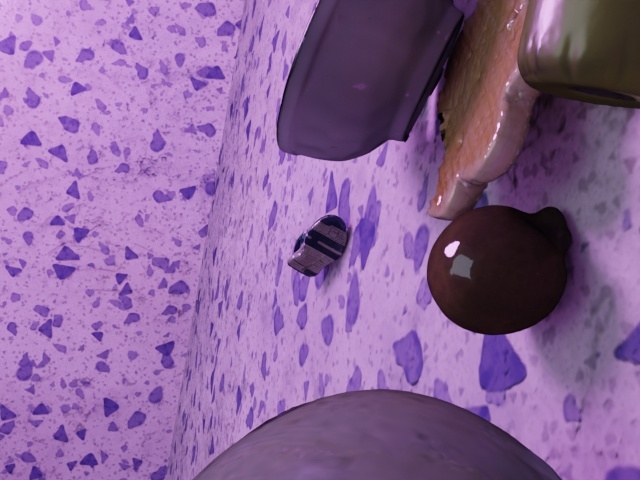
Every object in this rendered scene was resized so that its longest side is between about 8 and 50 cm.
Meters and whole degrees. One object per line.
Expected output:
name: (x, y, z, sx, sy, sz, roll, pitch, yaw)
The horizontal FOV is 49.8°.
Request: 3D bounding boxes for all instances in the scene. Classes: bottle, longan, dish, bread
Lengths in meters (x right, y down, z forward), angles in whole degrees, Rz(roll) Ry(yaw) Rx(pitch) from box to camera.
bottle: (0.197, -0.214, 0.406, 0.112, 0.112, 0.260, -142, 62, -71)
longan: (0.140, 0.018, 0.530, 0.119, 0.106, 0.106, -36, 26, 4)
dish: (0.067, -0.193, 0.729, 0.303, 0.120, 0.303, -62, -6, -12)
bread: (0.149, -0.140, 0.590, 0.181, 0.039, 0.250, 122, 165, -50)

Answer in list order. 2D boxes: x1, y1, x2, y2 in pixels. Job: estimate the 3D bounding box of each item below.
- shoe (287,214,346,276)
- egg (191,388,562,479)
shoe: (0.000, 0.000, 1.065, 0.143, 0.064, 0.071, -50, 17, 52)
egg: (0.023, 0.282, 0.343, 0.345, 0.345, 0.427, 116, 160, -46)
